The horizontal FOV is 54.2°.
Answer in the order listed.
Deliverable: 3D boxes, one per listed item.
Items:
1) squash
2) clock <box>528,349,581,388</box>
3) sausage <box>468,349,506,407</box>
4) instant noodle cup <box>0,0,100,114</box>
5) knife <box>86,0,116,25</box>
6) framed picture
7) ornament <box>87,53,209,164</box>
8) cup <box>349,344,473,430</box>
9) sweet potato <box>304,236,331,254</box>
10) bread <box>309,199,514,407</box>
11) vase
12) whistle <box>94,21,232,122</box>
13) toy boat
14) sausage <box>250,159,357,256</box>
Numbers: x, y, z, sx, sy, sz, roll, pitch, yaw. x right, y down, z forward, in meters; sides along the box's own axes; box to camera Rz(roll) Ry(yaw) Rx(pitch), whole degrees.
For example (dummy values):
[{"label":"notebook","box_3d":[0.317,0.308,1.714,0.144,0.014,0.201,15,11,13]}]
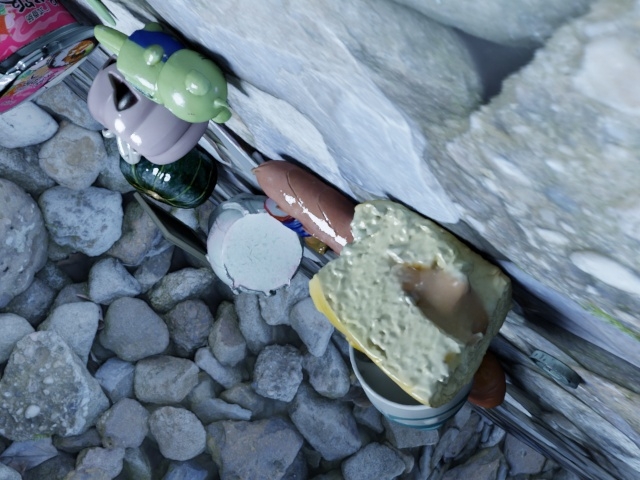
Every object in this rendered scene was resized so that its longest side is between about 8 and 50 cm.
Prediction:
[{"label":"squash","box_3d":[-0.386,-0.183,1.591,0.252,0.165,0.252,25,169,5]},{"label":"clock","box_3d":[0.371,0.204,0.991,0.085,0.017,0.085,37,174,5]},{"label":"sausage","box_3d":[0.347,0.297,1.366,0.113,0.113,0.259,34,171,29]},{"label":"instant noodle cup","box_3d":[-0.520,-0.345,1.036,0.181,0.258,0.302,54,156,-16]},{"label":"knife","box_3d":[-0.351,-0.370,0.858,0.030,0.014,0.207,34,172,40]},{"label":"framed picture","box_3d":[-0.373,-0.021,1.666,0.192,0.018,0.265,45,-179,30]},{"label":"ornament","box_3d":[-0.260,-0.195,0.934,0.177,0.177,0.177,37,173,5]},{"label":"cup","box_3d":[0.172,0.204,1.187,0.257,0.219,0.289,68,-174,-60]},{"label":"sweet potato","box_3d":[0.000,0.000,1.366,0.206,0.060,0.068,23,-133,-77]},{"label":"bread","box_3d":[0.128,0.088,0.811,0.224,0.183,0.211,36,179,30]},{"label":"vase","box_3d":[-0.184,-0.004,1.615,0.250,0.250,0.445,39,177,-16]},{"label":"whistle","box_3d":[-0.202,-0.220,0.800,0.227,0.085,0.105,34,172,20]},{"label":"toy boat","box_3d":[-0.117,-0.117,1.159,0.318,0.072,0.219,40,170,6]},{"label":"sausage","box_3d":[0.065,0.000,0.941,0.433,0.088,0.088,35,173,12]}]
